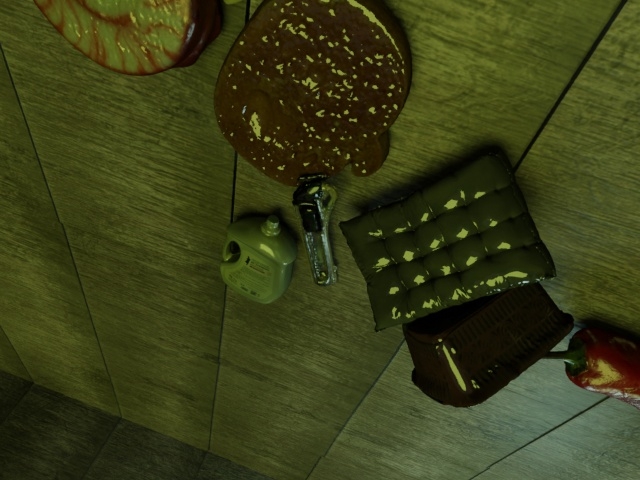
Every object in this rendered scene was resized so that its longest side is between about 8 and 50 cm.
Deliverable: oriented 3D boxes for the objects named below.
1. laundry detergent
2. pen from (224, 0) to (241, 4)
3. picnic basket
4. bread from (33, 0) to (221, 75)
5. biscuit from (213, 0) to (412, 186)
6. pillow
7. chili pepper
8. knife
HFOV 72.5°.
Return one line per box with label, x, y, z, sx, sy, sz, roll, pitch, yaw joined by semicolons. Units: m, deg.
laundry detergent;-0.140;0.033;1.005;0.181;0.091;0.253;28;136;3
pen;-0.049;-0.391;0.609;0.233;0.032;0.040;-9;104;29
picnic basket;0.292;0.162;0.815;0.129;0.297;0.222;61;166;-9
bread;-0.298;-0.411;0.629;0.295;0.114;0.327;7;135;15
biscuit;-0.007;-0.229;0.724;0.314;0.063;0.367;36;136;-19
pillow;0.200;0.008;0.763;0.326;0.101;0.228;-27;76;37
chili pepper;0.576;0.248;0.888;0.338;0.134;0.131;25;146;-3
knife;-0.002;0.005;0.921;0.089;0.043;0.365;9;144;12
